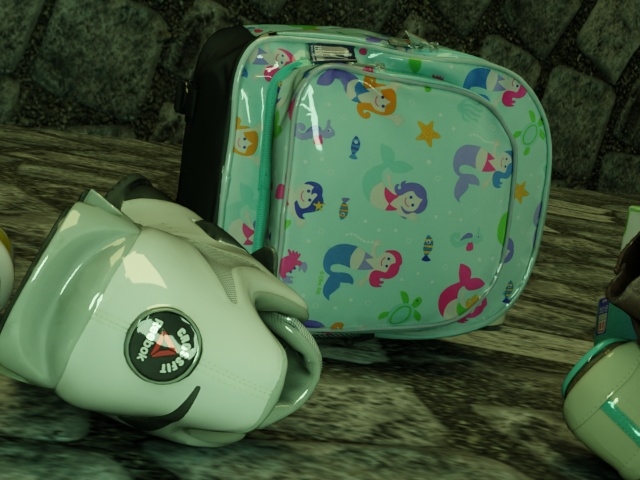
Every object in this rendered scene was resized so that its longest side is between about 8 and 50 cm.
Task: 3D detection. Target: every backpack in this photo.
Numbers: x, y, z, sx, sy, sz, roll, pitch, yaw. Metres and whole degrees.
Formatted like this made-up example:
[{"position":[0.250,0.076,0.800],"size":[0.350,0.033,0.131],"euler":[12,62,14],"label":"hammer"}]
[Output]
[{"position":[0.039,-0.036,1.200],"size":[0.254,0.225,0.191],"euler":[4,10,-27],"label":"backpack"}]

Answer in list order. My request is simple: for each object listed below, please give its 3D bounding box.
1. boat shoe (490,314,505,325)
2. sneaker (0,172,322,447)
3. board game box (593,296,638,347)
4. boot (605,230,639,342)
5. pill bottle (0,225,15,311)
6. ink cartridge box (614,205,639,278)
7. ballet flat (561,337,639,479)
[{"position":[0.000,0.000,1.392],"size":[0.324,0.096,0.116],"euler":[9,7,-8],"label":"boat shoe"},{"position":[-0.075,0.048,0.892],"size":[0.146,0.122,0.330],"euler":[27,4,-4],"label":"sneaker"},{"position":[0.307,0.059,1.187],"size":[0.160,0.047,0.210],"euler":[12,-15,-14],"label":"board game box"},{"position":[0.258,0.058,0.946],"size":[0.207,0.090,0.248],"euler":[42,19,5],"label":"boot"},{"position":[-0.220,0.019,1.050],"size":[0.065,0.065,0.116],"euler":[8,6,-12],"label":"pill bottle"},{"position":[0.449,0.052,1.489],"size":[0.353,0.119,0.207],"euler":[4,8,-37],"label":"ink cartridge box"},{"position":[0.221,0.099,1.007],"size":[0.086,0.086,0.248],"euler":[14,9,33],"label":"ballet flat"}]
